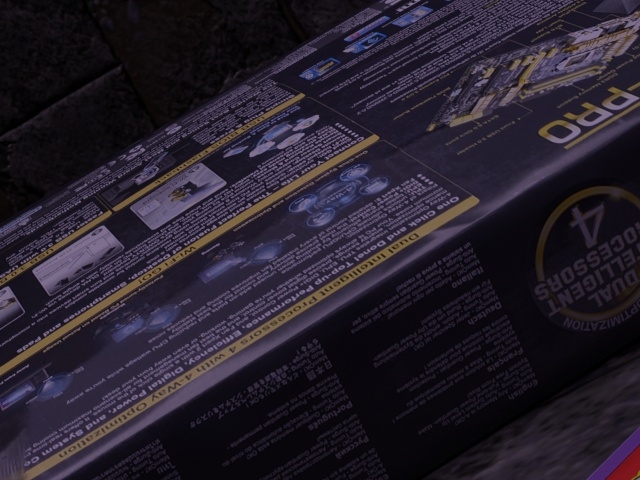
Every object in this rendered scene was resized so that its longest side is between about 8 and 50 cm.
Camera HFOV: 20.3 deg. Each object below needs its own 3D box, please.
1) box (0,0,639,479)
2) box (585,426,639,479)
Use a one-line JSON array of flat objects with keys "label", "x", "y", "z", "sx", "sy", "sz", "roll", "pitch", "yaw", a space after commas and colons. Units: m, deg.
[{"label": "box", "x": 0.000, "y": 0.000, "z": 0.835, "sx": 0.395, "sy": 0.097, "sz": 0.318, "roll": -32, "pitch": 21, "yaw": -11}, {"label": "box", "x": 0.204, "y": 0.004, "z": 0.410, "sx": 0.293, "sy": 0.057, "sz": 0.201, "roll": -35, "pitch": 9, "yaw": -38}]
